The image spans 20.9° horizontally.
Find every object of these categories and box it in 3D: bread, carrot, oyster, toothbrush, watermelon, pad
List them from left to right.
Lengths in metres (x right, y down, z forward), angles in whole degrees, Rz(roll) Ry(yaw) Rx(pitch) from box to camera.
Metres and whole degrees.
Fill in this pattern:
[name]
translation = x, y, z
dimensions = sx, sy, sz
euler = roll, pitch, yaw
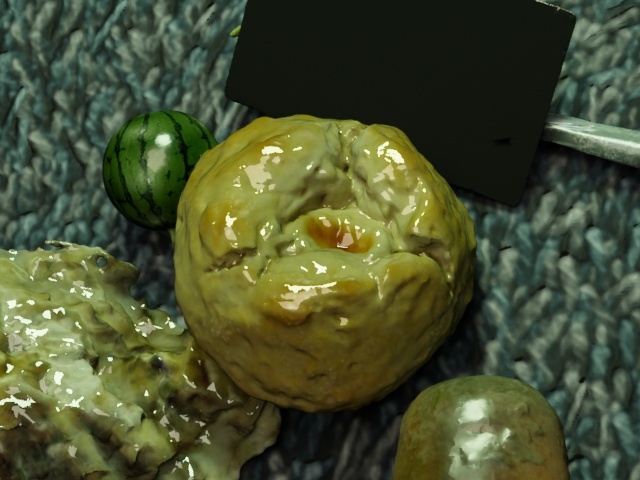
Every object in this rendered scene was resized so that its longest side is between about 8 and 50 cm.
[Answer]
[oyster]
translation = -0.213, 0.107, 1.334
dimensions = 0.351, 0.115, 0.238
euler = 33, 80, 2
[watermelon]
translation = -0.125, -0.051, 1.382
dimensions = 0.109, 0.109, 0.109
euler = -5, 70, 14
[bread]
translation = 0.000, 0.000, 1.281
dimensions = 0.244, 0.134, 0.244
euler = 2, 57, -4
[pad]
translation = 0.057, -0.143, 1.360
dimensions = 0.265, 0.009, 0.159
euler = 22, 108, 17
[carrot]
translation = 0.121, 0.244, 1.194
dimensions = 0.138, 0.139, 0.302
euler = -14, 68, 10
[toothbrush]
translation = 0.162, -0.090, 1.348
dimensions = 0.413, 0.042, 0.035
euler = 15, 35, 19

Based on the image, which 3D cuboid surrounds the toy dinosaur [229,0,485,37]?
[toy dinosaur]
translation = 0.044, -0.225, 1.408
dimensions = 0.259, 0.094, 0.153
euler = -9, 66, 22
